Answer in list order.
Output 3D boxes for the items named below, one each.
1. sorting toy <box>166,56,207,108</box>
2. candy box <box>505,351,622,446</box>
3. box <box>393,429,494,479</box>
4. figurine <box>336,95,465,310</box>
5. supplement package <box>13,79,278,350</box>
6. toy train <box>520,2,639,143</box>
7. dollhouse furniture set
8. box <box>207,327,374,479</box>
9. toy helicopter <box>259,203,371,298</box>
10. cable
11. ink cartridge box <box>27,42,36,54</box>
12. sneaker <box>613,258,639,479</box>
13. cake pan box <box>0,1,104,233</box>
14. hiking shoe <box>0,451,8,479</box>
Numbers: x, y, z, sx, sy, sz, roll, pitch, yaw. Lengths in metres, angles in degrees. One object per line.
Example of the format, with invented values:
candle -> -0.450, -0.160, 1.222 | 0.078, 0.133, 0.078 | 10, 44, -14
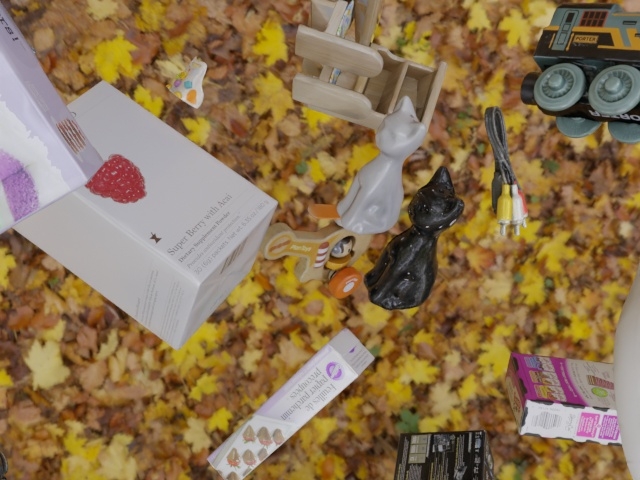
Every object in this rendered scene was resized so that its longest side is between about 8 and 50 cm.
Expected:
sorting toy -> -0.228, -0.284, 1.342 | 0.045, 0.083, 0.075 | 25, 100, -41
candy box -> 0.438, 0.264, 1.273 | 0.233, 0.159, 0.071 | 6, 111, 3
box -> 0.194, 0.398, 1.215 | 0.147, 0.180, 0.077 | -8, 125, 19
figurine -> 0.109, -0.053, 1.007 | 0.092, 0.215, 0.209 | -3, 142, -22
supplement package -> -0.238, -0.035, 1.010 | 0.177, 0.293, 0.175 | -50, 172, -38
toy train -> 0.456, -0.245, 1.101 | 0.142, 0.334, 0.190 | 28, 81, -48
dollhouse furniture set -> 0.123, -0.372, 1.407 | 0.256, 0.394, 0.362 | 18, 67, 2
box -> -0.051, 0.253, 1.133 | 0.324, 0.063, 0.067 | -47, 173, 31
toy helicopter -> 0.000, 0.000, 1.730 | 0.355, 0.140, 0.235 | 7, 126, -53
cable -> 0.422, -0.157, 1.700 | 0.139, 0.072, 0.287 | -16, 106, -48
ink cartridge box -> -0.468, -0.238, 1.129 | 0.029, 0.063, 0.115 | 42, 54, -53
sneaker -> 0.308, 0.051, 0.521 | 0.108, 0.169, 0.292 | 40, 53, -24
cake pan box -> -0.341, -0.103, 0.576 | 0.246, 0.070, 0.267 | -28, 108, 4
hiking shoe -> -0.508, 0.418, 1.075 | 0.113, 0.304, 0.132 | -8, 145, -13
